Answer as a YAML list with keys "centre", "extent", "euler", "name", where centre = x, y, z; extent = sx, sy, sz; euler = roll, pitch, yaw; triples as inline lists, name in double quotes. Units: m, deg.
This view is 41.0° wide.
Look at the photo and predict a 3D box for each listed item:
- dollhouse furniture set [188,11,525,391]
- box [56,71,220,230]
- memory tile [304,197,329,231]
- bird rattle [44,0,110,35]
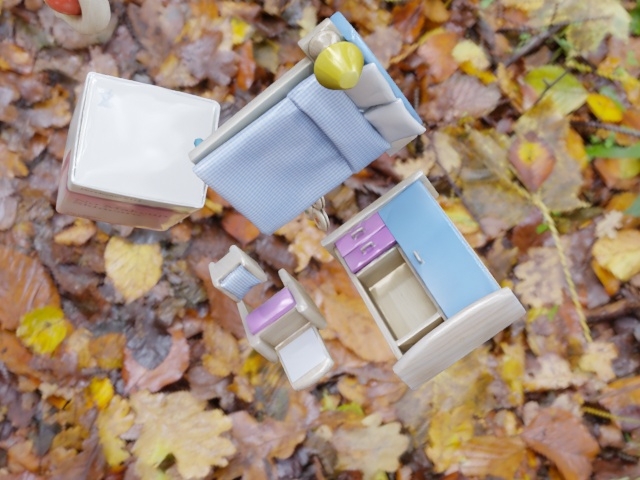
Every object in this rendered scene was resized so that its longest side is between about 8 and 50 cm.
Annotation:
- centre: [0.000, 0.000, 0.801]
  extent: [0.303, 0.286, 0.198]
  euler: [46, 11, -46]
  name: "dollhouse furniture set"
- centre: [-0.225, -0.094, 1.022]
  extent: [0.148, 0.232, 0.127]
  euler: [10, 81, -19]
  name: "box"
- centre: [-0.028, -0.089, 1.197]
  extent: [0.012, 0.148, 0.113]
  euler: [-26, 36, -18]
  name: "memory tile"
- centre: [-0.346, -0.379, 1.164]
  extent: [0.253, 0.207, 0.143]
  euler: [20, 55, 37]
  name: "bird rattle"
